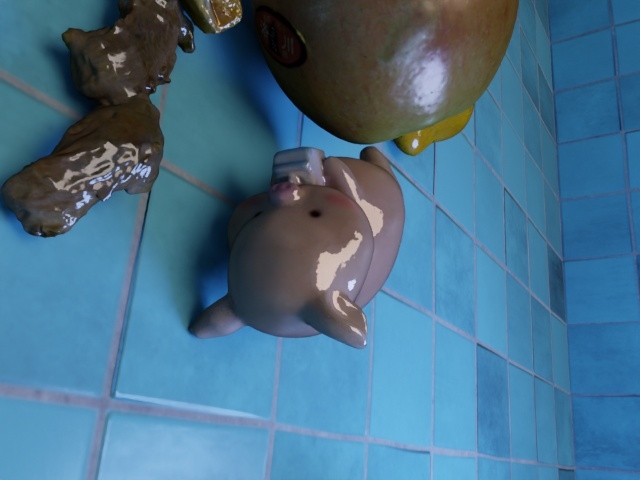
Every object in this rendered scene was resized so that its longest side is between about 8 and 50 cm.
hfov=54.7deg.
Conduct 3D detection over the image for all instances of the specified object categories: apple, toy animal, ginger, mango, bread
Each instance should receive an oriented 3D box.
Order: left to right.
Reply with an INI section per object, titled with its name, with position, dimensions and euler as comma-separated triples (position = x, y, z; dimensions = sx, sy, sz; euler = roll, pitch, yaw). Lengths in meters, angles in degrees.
[ginger]
position = -0.184, -0.130, 0.560
dimensions = 0.122, 0.084, 0.290
euler = 51, 43, -49
[bread]
position = -0.126, -0.267, 0.663
dimensions = 0.132, 0.053, 0.074
euler = 55, -12, 51
[toy animal]
position = -0.002, -0.001, 0.714
dimensions = 0.256, 0.195, 0.213
euler = -15, 102, -61
[apple]
position = 0.075, -0.280, 0.796
dimensions = 0.338, 0.338, 0.305
euler = -58, 147, -46
[mango]
position = 0.224, -0.276, 1.214
dimensions = 0.295, 0.120, 0.177
euler = -52, 124, -49
